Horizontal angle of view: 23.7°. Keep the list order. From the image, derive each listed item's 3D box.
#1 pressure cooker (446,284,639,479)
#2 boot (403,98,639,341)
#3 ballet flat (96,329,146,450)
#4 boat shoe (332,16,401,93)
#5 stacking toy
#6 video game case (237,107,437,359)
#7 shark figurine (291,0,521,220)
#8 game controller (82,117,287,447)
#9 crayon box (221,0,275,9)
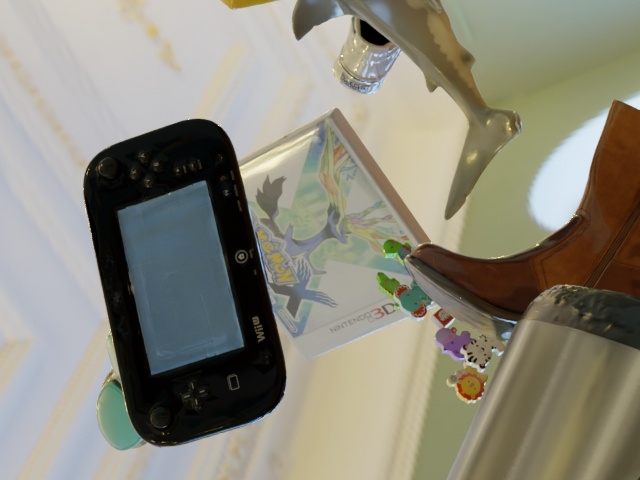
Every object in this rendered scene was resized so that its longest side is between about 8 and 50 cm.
[{"bbox_3d":[0.260,0.289,1.214,0.375,0.370,0.420,31,-98,-44],"label":"pressure cooker"},{"bbox_3d":[0.251,-0.026,1.532,0.280,0.264,0.096,-63,-20,-14],"label":"boot"},{"bbox_3d":[-0.215,0.173,1.889,0.096,0.280,0.095,-37,-107,-29],"label":"ballet flat"},{"bbox_3d":[0.084,-0.302,2.047,0.096,0.088,0.267,28,-139,1],"label":"boat shoe"},{"bbox_3d":[0.147,0.106,2.001,0.221,0.052,0.167,48,164,14],"label":"stacking toy"},{"bbox_3d":[0.000,0.000,2.240,0.329,0.300,0.036,54,-145,-14],"label":"video game case"},{"bbox_3d":[0.042,-0.162,1.156,0.278,0.116,0.166,54,-167,-19],"label":"shark figurine"},{"bbox_3d":[-0.135,0.039,1.504,0.067,0.166,0.319,21,-129,-63],"label":"game controller"},{"bbox_3d":[-0.029,-0.397,1.824,0.319,0.202,0.081,-18,-137,-31],"label":"crayon box"}]
